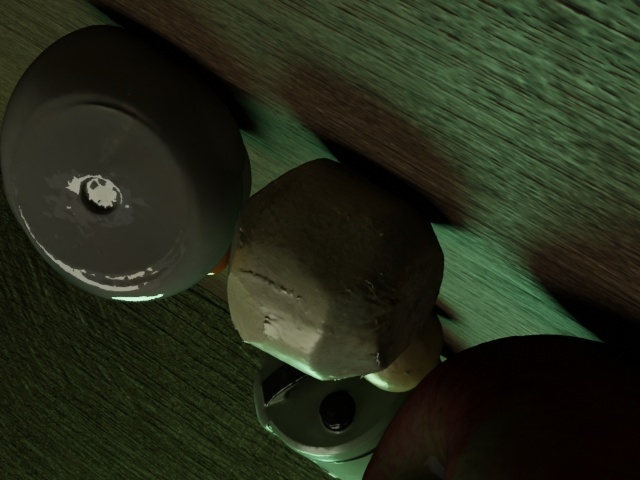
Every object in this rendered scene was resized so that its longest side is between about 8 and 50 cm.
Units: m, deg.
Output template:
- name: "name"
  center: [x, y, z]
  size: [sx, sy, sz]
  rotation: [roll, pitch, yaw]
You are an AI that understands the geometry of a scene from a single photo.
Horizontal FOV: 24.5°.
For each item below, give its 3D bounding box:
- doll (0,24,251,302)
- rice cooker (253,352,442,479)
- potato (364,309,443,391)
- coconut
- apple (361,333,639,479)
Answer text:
- name: "doll"
  center: [-0.147, -0.069, 1.247]
  size: [0.251, 0.221, 0.221]
  rotation: [61, 164, -18]
- name: "rice cooker"
  center: [0.044, 0.189, 1.853]
  size: [0.226, 0.226, 0.244]
  rotation: [30, 175, 33]
- name: "potato"
  center: [0.074, 0.101, 1.583]
  size: [0.147, 0.112, 0.112]
  rotation: [46, 168, -28]
- name: "coconut"
  center: [0.001, 0.020, 1.132]
  size: [0.162, 0.161, 0.161]
  rotation: [24, 170, 23]
- name: "apple"
  center: [0.183, 0.232, 1.116]
  size: [0.269, 0.344, 0.345]
  rotation: [23, 176, -14]
